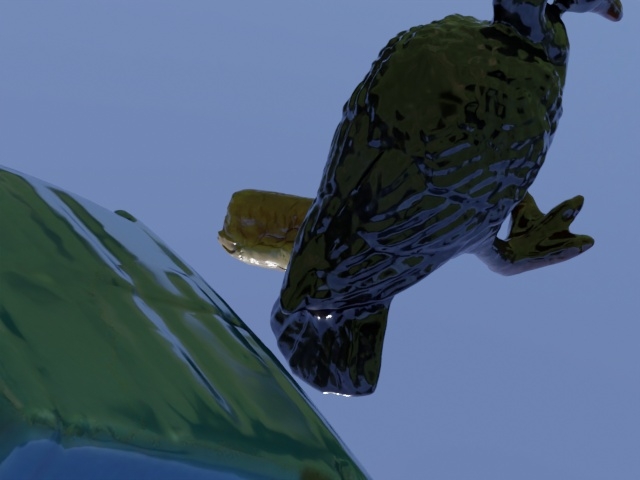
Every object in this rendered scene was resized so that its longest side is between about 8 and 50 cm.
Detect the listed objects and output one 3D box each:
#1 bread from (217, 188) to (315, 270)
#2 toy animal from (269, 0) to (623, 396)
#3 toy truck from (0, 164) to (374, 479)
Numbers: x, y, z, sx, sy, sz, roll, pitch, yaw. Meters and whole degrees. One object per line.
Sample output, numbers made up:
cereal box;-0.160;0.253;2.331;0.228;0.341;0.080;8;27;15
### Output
bread;0.000;0.000;1.223;0.132;0.053;0.074;10;-179;30
toy animal;0.078;-0.044;1.093;0.298;0.185;0.122;-42;-120;-10
toy truck;-0.159;0.160;0.493;0.162;0.385;0.161;26;-164;-49
